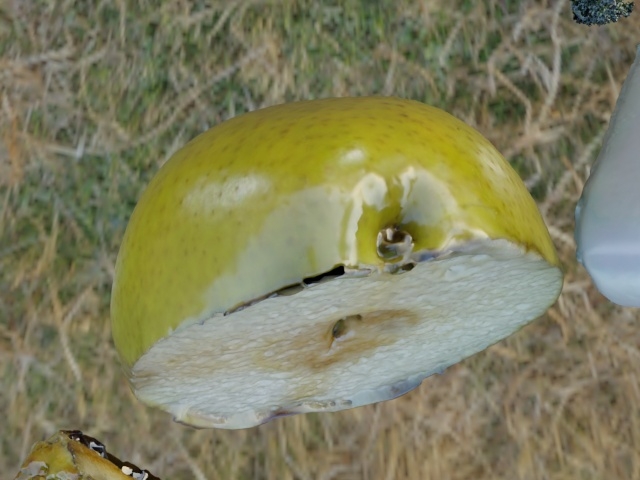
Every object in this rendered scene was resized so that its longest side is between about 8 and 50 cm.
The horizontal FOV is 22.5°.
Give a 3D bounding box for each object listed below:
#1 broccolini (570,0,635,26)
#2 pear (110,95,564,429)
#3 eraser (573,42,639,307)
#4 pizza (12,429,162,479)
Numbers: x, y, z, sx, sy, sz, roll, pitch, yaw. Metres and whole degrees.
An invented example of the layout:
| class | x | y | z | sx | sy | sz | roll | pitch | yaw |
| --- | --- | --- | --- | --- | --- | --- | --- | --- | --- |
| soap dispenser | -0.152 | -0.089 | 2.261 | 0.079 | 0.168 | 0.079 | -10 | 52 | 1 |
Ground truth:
| class | x | y | z | sx | sy | sz | roll | pitch | yaw |
| --- | --- | --- | --- | --- | --- | --- | --- | --- | --- |
| broccolini | 0.165 | -0.225 | 1.189 | 0.042 | 0.218 | 0.044 | -26 | 135 | -2 |
| pear | 0.000 | 0.000 | 1.241 | 0.340 | 0.191 | 0.386 | -7 | 161 | -19 |
| eraser | 0.328 | -0.045 | 1.201 | 0.150 | 0.331 | 0.331 | 2 | 137 | 47 |
| pizza | -0.079 | 0.258 | 1.123 | 0.251 | 0.288 | 0.074 | 31 | 100 | -34 |
